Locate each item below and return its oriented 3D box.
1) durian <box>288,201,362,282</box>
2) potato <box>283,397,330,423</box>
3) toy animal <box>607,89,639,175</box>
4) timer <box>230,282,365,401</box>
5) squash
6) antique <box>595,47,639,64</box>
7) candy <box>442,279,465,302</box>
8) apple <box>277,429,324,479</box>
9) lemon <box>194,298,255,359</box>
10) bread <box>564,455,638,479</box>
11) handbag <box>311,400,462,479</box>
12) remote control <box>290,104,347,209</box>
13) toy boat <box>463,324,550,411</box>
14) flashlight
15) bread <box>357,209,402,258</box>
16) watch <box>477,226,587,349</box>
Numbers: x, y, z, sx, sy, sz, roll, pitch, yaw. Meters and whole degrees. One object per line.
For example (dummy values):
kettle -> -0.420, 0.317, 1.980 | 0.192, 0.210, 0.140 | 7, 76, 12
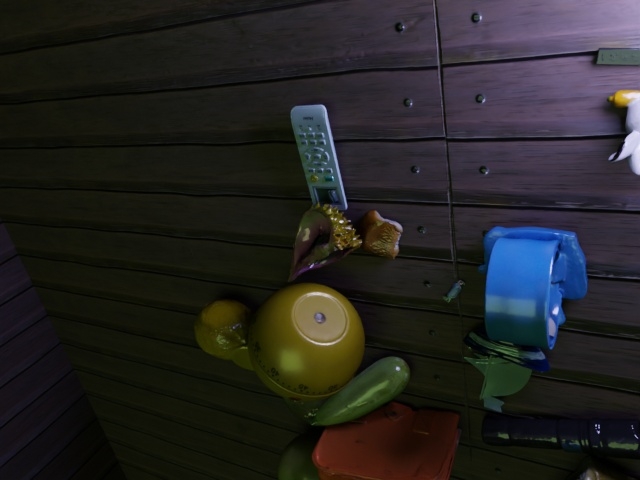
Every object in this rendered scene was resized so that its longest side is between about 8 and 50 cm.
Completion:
durian -> 0.007, -0.011, 1.491 | 0.261, 0.154, 0.186 | -13, 100, 52
potato -> -0.032, 0.533, 1.852 | 0.159, 0.174, 0.251 | -31, 110, 6
toy animal -> 0.603, -0.225, 1.014 | 0.131, 0.127, 0.181 | 39, 120, -4
timer -> -0.056, 0.312, 1.615 | 0.376, 0.376, 0.387 | 36, 138, 7
squash -> 0.122, 0.483, 1.689 | 0.371, 0.118, 0.118 | -40, 94, 17
antique -> 0.612, -0.337, 1.004 | 0.192, 0.015, 0.031 | 10, 123, 26
candy -> 0.352, 0.134, 1.454 | 0.030, 0.020, 0.083 | 32, 129, 7
apple -> -0.005, 0.823, 1.949 | 0.292, 0.254, 0.291 | 14, 122, 24
lemon -> -0.318, 0.301, 1.849 | 0.260, 0.204, 0.204 | 16, 127, 39
bread -> 0.803, 0.788, 1.469 | 0.341, 0.210, 0.300 | 28, 131, 13
handbag -> 0.201, 0.629, 1.670 | 0.410, 0.303, 0.116 | 0, 125, 28
remote control -> 0.002, -0.213, 1.433 | 0.103, 0.051, 0.293 | 5, 124, 29
toy boat -> 0.467, 0.338, 1.483 | 0.210, 0.070, 0.291 | 36, 133, 10
flashlight -> 0.642, 0.527, 1.483 | 0.424, 0.103, 0.103 | -12, 112, 38
bread -> 0.155, -0.010, 1.471 | 0.126, 0.044, 0.129 | 22, 124, 17
watch -> 0.456, 0.135, 1.225 | 0.242, 0.274, 0.305 | 2, 114, 30
